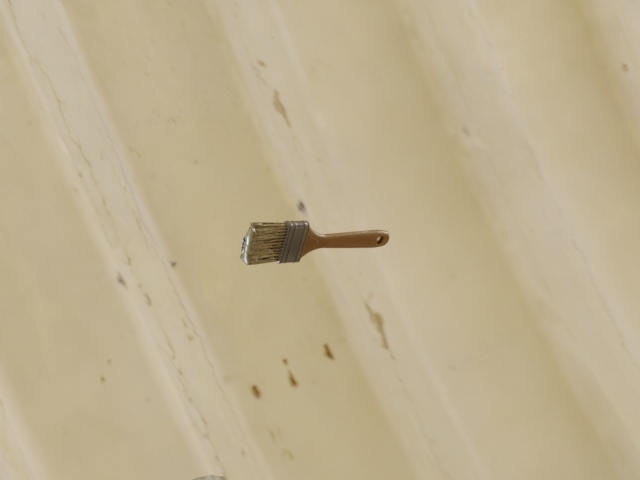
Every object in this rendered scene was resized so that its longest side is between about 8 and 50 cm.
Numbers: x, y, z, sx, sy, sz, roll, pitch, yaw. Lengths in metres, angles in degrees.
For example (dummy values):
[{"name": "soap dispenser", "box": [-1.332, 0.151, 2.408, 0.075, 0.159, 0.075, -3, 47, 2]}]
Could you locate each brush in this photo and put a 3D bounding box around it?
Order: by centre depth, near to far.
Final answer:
[{"name": "brush", "box": [0.000, 0.000, 1.034, 0.170, 0.014, 0.043, -3, -60, -38]}]

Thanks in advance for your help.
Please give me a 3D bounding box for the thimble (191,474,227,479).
[{"name": "thimble", "box": [-0.104, 0.291, 1.065, 0.102, 0.115, 0.090, -41, -66, -10]}]
